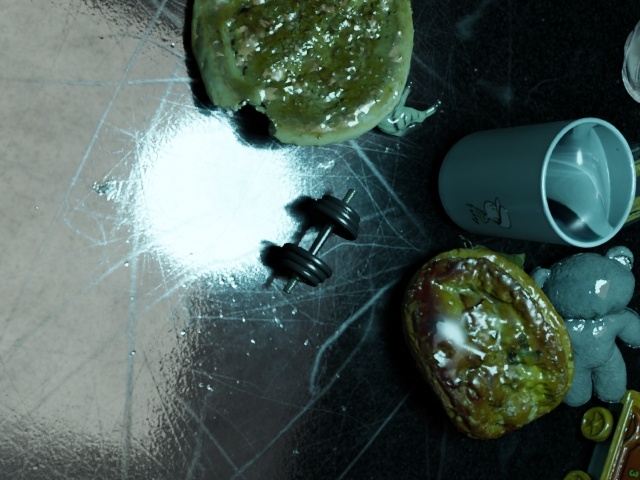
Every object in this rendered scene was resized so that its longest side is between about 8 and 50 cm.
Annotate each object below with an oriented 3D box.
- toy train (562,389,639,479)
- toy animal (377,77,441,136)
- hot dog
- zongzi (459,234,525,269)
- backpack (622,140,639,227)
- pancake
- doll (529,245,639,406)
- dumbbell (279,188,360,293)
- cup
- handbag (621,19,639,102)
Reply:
[{"bbox_3d":[0.644,0.499,1.571,0.163,0.232,0.369,26,81,-27],"label":"toy train"},{"bbox_3d":[0.093,-0.246,1.326,0.217,0.073,0.176,41,81,-28],"label":"toy animal"},{"bbox_3d":[0.306,0.195,1.403,0.267,0.174,0.387,-32,107,-4],"label":"hot dog"},{"bbox_3d":[0.329,0.021,1.489,0.154,0.062,0.130,42,53,-7],"label":"zongzi"},{"bbox_3d":[0.550,-0.098,1.546,0.258,0.133,0.206,-23,112,-18],"label":"backpack"},{"bbox_3d":[-0.021,-0.328,1.219,0.382,0.071,0.382,1,87,-13],"label":"pancake"},{"bbox_3d":[0.536,0.173,1.562,0.246,0.158,0.340,-12,115,6],"label":"doll"},{"bbox_3d":[0.000,0.000,1.277,0.099,0.099,0.208,39,77,-24],"label":"dumbbell"},{"bbox_3d":[0.358,-0.098,1.334,0.206,0.312,0.205,-2,94,-27],"label":"cup"},{"bbox_3d":[0.738,-0.386,1.623,0.179,0.116,0.205,20,85,-26],"label":"handbag"}]
